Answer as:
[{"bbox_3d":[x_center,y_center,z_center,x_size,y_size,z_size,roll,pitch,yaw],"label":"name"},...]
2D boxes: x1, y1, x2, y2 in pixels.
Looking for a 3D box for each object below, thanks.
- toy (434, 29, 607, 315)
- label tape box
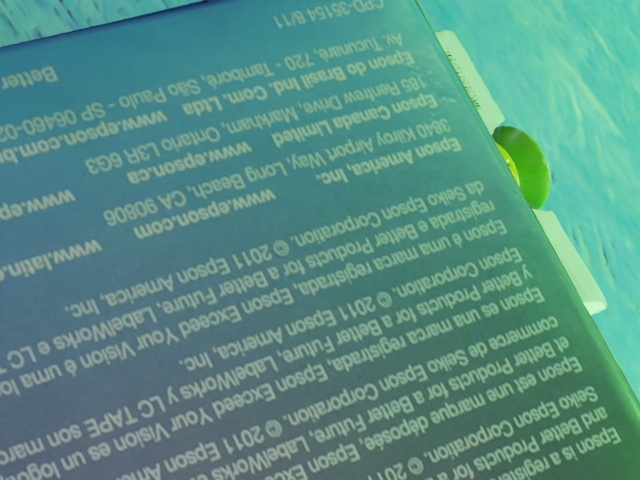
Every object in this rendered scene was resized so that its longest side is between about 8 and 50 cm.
[{"bbox_3d":[0.000,0.000,0.715,0.237,0.056,0.137,-18,76,-45],"label":"toy"},{"bbox_3d":[-0.016,0.103,0.517,0.241,0.106,0.333,-17,72,-33],"label":"label tape box"}]
